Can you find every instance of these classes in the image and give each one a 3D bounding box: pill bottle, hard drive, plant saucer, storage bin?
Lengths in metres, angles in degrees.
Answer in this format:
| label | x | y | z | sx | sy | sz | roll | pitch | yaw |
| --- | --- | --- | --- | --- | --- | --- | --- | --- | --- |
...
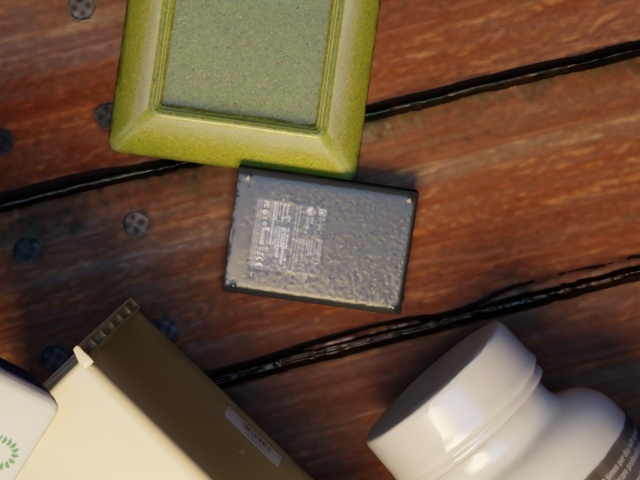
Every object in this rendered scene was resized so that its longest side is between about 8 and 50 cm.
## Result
| label | x | y | z | sx | sy | sz | roll | pitch | yaw |
| --- | --- | --- | --- | --- | --- | --- | --- | --- | --- |
| pill bottle | 0.183 | 0.217 | 1.261 | 0.176 | 0.176 | 0.318 | -41 | 93 | -2 |
| hard drive | 0.000 | 0.000 | 1.321 | 0.135 | 0.022 | 0.094 | 8 | 97 | -3 |
| plant saucer | -0.053 | -0.147 | 1.311 | 0.188 | 0.045 | 0.188 | 8 | 90 | -3 |
| storage bin | -0.093 | 0.182 | 1.206 | 0.262 | 0.260 | 0.123 | 44 | 96 | -2 |

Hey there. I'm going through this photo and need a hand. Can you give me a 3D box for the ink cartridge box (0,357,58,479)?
| label | x | y | z | sx | sy | sz | roll | pitch | yaw |
| --- | --- | --- | --- | --- | --- | --- | --- | --- | --- |
| ink cartridge box | -0.359 | 0.152 | 0.959 | 0.324 | 0.071 | 0.330 | 34 | 89 | -35 |
